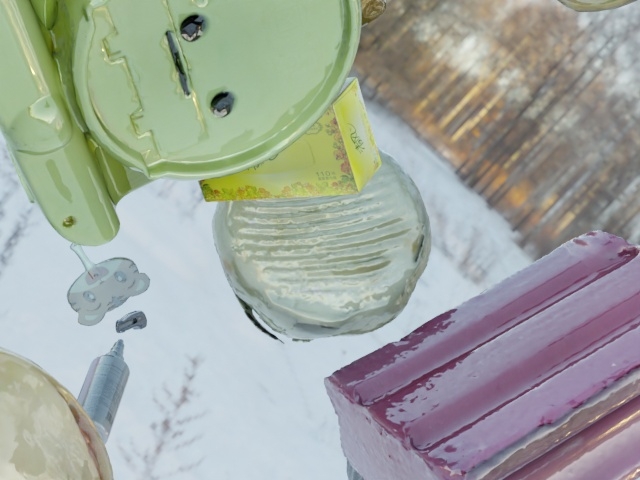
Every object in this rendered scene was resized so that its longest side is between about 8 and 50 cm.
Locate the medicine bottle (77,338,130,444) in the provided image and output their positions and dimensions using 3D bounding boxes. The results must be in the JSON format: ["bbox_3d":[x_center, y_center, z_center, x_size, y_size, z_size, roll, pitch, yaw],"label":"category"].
[{"bbox_3d":[-0.291,0.196,1.535,0.058,0.058,0.199,39,28,-19],"label":"medicine bottle"}]

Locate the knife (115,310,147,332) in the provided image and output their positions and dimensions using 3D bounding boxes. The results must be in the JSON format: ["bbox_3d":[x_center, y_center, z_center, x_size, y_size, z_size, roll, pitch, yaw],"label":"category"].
[{"bbox_3d":[-0.302,0.131,1.803,0.121,0.018,0.031,-23,110,-77],"label":"knife"}]

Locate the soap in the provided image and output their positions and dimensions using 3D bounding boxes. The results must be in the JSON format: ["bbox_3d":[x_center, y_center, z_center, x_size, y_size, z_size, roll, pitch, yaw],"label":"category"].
[{"bbox_3d":[0.214,0.132,1.083,0.233,0.360,0.128,32,-36,57],"label":"soap"}]

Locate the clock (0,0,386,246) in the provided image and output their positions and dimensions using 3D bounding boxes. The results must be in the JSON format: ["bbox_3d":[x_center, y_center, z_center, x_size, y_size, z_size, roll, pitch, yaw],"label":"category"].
[{"bbox_3d":[-0.101,-0.171,0.905,0.117,0.348,0.286,55,-14,43],"label":"clock"}]

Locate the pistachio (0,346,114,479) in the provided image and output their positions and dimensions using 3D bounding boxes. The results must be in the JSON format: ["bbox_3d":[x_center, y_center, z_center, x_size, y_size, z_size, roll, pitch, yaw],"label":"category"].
[{"bbox_3d":[-0.313,0.228,1.145,0.299,0.188,0.187,60,0,-30],"label":"pistachio"}]

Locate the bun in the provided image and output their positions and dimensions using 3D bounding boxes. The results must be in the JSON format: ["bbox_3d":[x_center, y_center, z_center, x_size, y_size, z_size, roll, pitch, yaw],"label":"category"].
[{"bbox_3d":[0.000,0.000,1.233,0.239,0.239,0.141,43,-9,5],"label":"bun"}]

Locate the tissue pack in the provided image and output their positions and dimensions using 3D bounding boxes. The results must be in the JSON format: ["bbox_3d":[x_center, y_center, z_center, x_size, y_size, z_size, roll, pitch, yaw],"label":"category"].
[{"bbox_3d":[-0.041,-0.093,1.087,0.062,0.176,0.095,-54,134,-49],"label":"tissue pack"}]

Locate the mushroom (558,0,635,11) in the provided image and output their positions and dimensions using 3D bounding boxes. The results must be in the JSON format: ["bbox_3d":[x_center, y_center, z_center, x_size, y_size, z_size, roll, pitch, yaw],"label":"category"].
[{"bbox_3d":[0.089,-0.175,0.475,0.247,0.096,0.108,33,53,-54],"label":"mushroom"}]

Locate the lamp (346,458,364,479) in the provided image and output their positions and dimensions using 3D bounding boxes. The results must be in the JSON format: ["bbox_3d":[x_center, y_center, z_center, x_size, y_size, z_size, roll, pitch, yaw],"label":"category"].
[{"bbox_3d":[0.151,0.304,1.509,0.247,0.247,0.247,41,10,-9],"label":"lamp"}]

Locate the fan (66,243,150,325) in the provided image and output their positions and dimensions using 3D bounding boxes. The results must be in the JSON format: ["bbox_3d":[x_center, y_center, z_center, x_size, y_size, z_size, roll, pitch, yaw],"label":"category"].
[{"bbox_3d":[-0.422,0.066,2.140,0.227,0.152,0.008,44,-18,42],"label":"fan"}]
